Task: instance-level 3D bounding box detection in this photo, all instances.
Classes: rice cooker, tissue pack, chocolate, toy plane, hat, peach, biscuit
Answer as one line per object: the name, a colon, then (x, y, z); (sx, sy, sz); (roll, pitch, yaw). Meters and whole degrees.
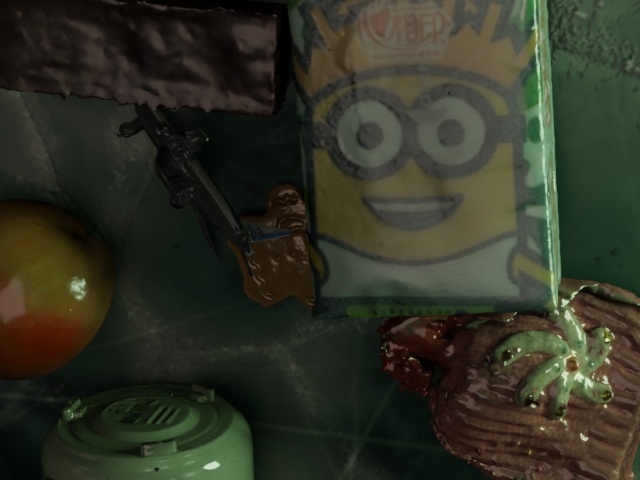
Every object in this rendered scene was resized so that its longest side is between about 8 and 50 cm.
rice cooker: (-0.174, 0.278, 1.442); (0.226, 0.226, 0.244); (1, 111, 12)
tissue pack: (0.095, -0.091, 1.289); (0.228, 0.128, 0.311); (-2, 102, 13)
chocolate: (-0.185, -0.191, 1.341); (0.321, 0.112, 0.112); (6, 111, 9)
toy plane: (-0.123, -0.062, 1.362); (0.226, 0.058, 0.226); (43, 158, 21)
hat: (0.190, 0.135, 1.371); (0.286, 0.107, 0.237); (20, 95, -1)
peach: (-0.293, 0.045, 1.413); (0.184, 0.184, 0.184); (4, 109, 11)
biscuit: (-0.002, 0.006, 1.413); (0.184, 0.027, 0.133); (-3, 106, 13)
